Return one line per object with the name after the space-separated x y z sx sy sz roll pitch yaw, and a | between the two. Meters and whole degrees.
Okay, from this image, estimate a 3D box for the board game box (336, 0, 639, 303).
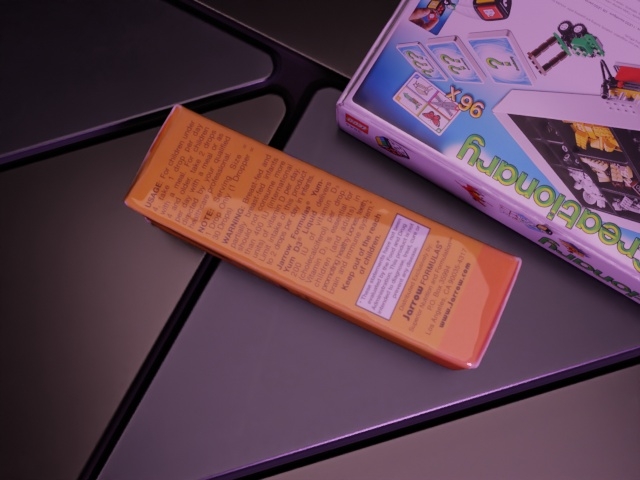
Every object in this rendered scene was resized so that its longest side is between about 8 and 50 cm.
0.188 -0.085 0.531 0.305 0.053 0.193 32 82 6 | board game box

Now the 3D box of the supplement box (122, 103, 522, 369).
0.000 0.000 0.510 0.233 0.078 0.080 23 82 4 | supplement box
